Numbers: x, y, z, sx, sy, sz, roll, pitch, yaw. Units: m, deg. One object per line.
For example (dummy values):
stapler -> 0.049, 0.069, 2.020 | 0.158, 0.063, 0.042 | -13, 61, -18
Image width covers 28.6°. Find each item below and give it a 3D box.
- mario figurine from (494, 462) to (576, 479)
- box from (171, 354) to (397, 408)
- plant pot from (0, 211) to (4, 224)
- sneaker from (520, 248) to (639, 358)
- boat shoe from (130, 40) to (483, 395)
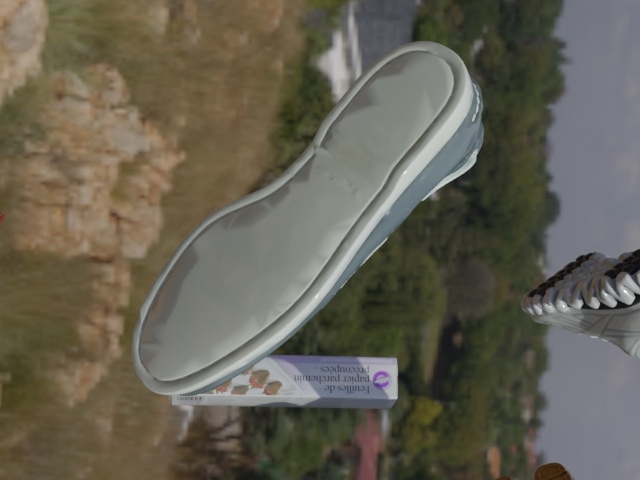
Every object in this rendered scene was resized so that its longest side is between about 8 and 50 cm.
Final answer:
mario figurine -> 0.308, 0.433, 1.487 | 0.170, 0.198, 0.320 | -38, 106, -29
box -> -0.053, 0.201, 1.795 | 0.067, 0.324, 0.063 | 105, -14, -69
plant pot -> -0.553, 0.046, 1.451 | 0.267, 0.236, 0.267 | -63, -176, 5
sneaker -> 0.317, 0.076, 1.363 | 0.118, 0.110, 0.292 | 58, -19, -5
boat shoe -> 0.000, 0.000, 0.908 | 0.319, 0.116, 0.099 | -47, 147, -1
